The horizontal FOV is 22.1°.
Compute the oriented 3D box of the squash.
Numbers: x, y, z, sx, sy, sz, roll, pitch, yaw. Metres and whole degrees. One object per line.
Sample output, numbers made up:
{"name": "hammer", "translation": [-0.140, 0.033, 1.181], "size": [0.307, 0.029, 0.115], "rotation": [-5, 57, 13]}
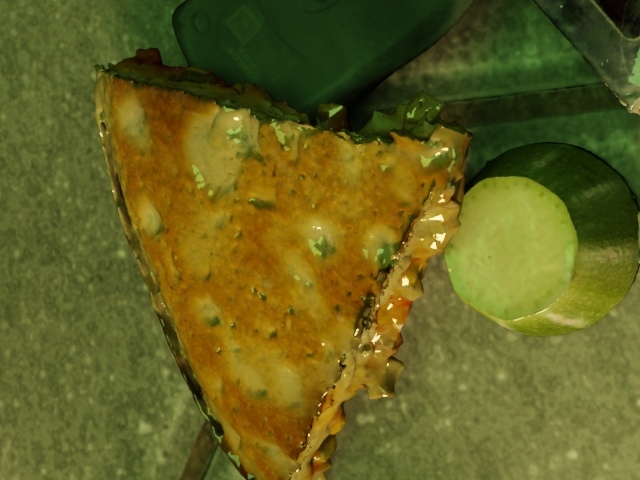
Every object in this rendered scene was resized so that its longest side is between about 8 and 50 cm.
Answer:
{"name": "squash", "translation": [0.174, 0.001, 1.364], "size": [0.170, 0.123, 0.170], "rotation": [2, 95, 26]}

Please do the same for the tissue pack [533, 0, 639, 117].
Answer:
{"name": "tissue pack", "translation": [0.251, -0.242, 1.356], "size": [0.173, 0.073, 0.235], "rotation": [-43, 72, 18]}

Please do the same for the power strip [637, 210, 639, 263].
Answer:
{"name": "power strip", "translation": [0.290, 0.000, 1.294], "size": [0.061, 0.145, 0.216], "rotation": [-1, 89, 25]}

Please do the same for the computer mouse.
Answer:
{"name": "computer mouse", "translation": [0.015, -0.216, 1.426], "size": [0.371, 0.122, 0.188], "rotation": [-38, 85, 34]}

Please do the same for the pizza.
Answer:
{"name": "pizza", "translation": [0.000, 0.000, 1.388], "size": [0.406, 0.130, 0.440], "rotation": [-22, 92, 42]}
